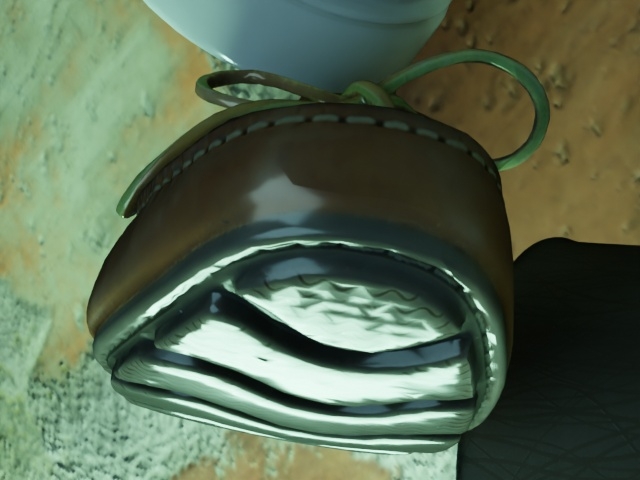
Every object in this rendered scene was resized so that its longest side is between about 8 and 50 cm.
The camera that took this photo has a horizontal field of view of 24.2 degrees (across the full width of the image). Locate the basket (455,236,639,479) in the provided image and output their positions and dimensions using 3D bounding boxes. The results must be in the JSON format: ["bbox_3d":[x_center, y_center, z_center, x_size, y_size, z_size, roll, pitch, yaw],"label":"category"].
[{"bbox_3d":[0.181,0.085,0.499,0.227,0.154,0.204,-9,71,38],"label":"basket"}]

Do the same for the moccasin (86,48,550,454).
[{"bbox_3d":[0.003,0.001,0.544,0.139,0.380,0.147,11,83,4],"label":"moccasin"}]

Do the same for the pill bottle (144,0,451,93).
[{"bbox_3d":[0.051,-0.217,0.514,0.188,0.188,0.334,51,129,21],"label":"pill bottle"}]
